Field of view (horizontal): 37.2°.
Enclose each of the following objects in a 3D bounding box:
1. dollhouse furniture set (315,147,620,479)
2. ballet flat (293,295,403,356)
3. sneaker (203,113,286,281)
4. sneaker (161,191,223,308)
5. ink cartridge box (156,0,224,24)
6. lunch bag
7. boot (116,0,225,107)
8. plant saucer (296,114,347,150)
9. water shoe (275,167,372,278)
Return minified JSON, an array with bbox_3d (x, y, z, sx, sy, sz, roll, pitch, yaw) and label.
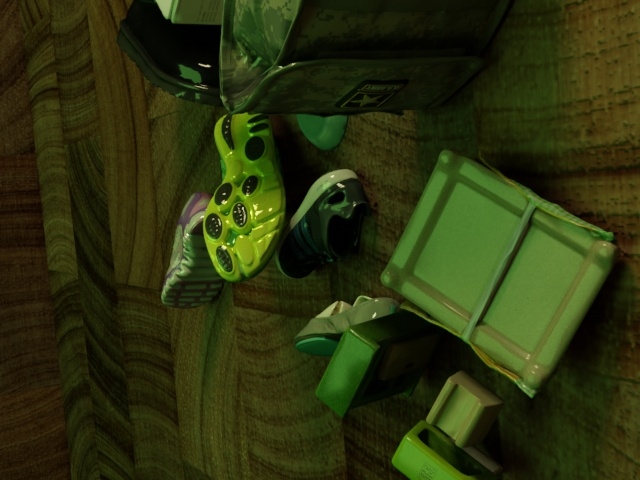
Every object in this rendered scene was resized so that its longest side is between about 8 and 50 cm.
[{"bbox_3d":[0.160,0.077,0.929,0.197,0.151,0.302,35,111,28],"label":"dollhouse furniture set"},{"bbox_3d":[0.037,0.105,1.175,0.213,0.072,0.068,-17,54,61],"label":"ballet flat"},{"bbox_3d":[-0.086,-0.054,1.270,0.296,0.109,0.124,-90,-14,-44],"label":"sneaker"},{"bbox_3d":[-0.206,0.013,1.569,0.236,0.095,0.105,-65,35,38],"label":"sneaker"},{"bbox_3d":[-0.096,-0.336,1.138,0.159,0.217,0.092,61,144,34],"label":"ink cartridge box"},{"bbox_3d":[0.044,-0.231,0.886,0.169,0.235,0.287,58,143,41],"label":"lunch bag"},{"bbox_3d":[-0.190,-0.363,1.401,0.348,0.131,0.260,40,122,39],"label":"boot"},{"bbox_3d":[-0.004,-0.173,1.214,0.119,0.021,0.119,23,116,59],"label":"plant saucer"},{"bbox_3d":[0.000,0.000,1.194,0.080,0.072,0.203,62,146,29],"label":"water shoe"}]
